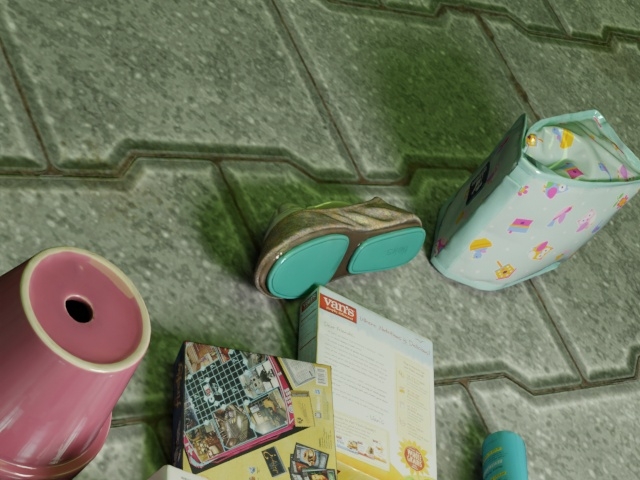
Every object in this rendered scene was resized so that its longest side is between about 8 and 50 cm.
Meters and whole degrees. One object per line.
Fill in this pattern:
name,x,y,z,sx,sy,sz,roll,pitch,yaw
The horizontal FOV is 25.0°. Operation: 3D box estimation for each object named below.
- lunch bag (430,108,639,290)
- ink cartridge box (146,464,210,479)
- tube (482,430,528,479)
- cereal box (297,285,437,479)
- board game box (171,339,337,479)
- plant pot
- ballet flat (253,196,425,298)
lunch bag,0.279,-0.054,1.941,0.262,0.223,0.160,-12,60,-48
ink cartridge box,-0.141,0.319,1.227,0.086,0.148,0.203,26,42,-30
tube,0.213,0.301,1.654,0.052,0.080,0.207,31,28,-13
cereal box,0.052,0.182,1.638,0.173,0.047,0.240,28,40,-23
board game box,-0.066,0.221,1.449,0.165,0.042,0.243,12,47,-16
plant pot,-0.252,0.106,1.288,0.201,0.180,0.201,27,41,-26
ballet flat,0.000,0.000,1.732,0.106,0.108,0.316,41,26,26
